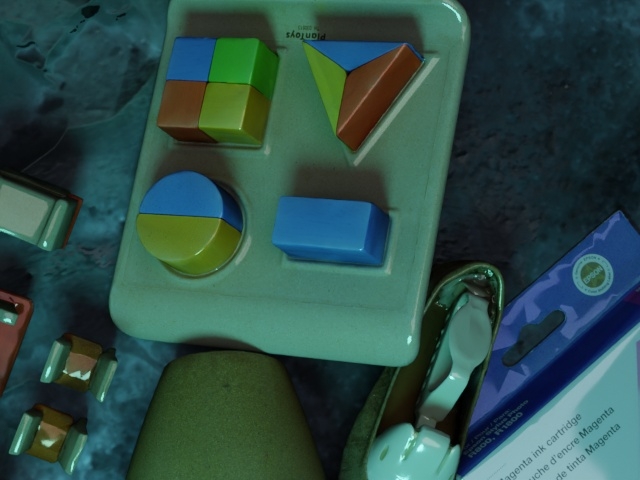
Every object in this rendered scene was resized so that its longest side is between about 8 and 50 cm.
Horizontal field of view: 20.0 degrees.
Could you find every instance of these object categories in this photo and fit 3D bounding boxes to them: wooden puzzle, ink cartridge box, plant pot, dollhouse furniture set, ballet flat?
[{"bbox_3d":[-0.040,-0.071,1.699,0.322,0.080,0.348,5,80,24],"label":"wooden puzzle"},{"bbox_3d":[0.298,0.190,1.819,0.324,0.071,0.330,-41,93,-11],"label":"ink cartridge box"},{"bbox_3d":[-0.086,0.240,1.684,0.237,0.237,0.254,3,67,-10],"label":"plant pot"},{"bbox_3d":[-0.314,0.064,1.716,0.262,0.135,0.259,22,92,-7],"label":"dollhouse furniture set"},{"bbox_3d":[0.105,0.161,1.723,0.116,0.124,0.342,27,66,-8],"label":"ballet flat"}]
